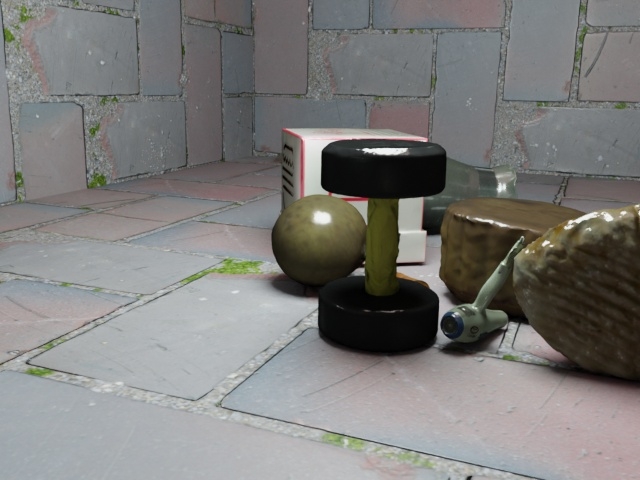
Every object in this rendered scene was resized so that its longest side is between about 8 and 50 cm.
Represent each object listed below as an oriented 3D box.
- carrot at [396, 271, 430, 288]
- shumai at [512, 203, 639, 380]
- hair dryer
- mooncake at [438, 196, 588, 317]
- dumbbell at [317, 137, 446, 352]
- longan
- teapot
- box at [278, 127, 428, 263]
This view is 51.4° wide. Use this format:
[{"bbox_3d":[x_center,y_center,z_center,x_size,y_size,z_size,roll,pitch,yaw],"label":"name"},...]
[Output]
[{"bbox_3d":[0.157,0.087,1.345,0.057,0.057,0.224,-2,8,-13],"label":"carrot"},{"bbox_3d":[0.464,0.051,1.029,0.314,0.266,0.262,12,18,17],"label":"shumai"},{"bbox_3d":[0.290,0.088,1.090,0.067,0.199,0.167,42,12,33],"label":"hair dryer"},{"bbox_3d":[0.391,0.028,1.302,0.324,0.187,0.324,3,15,-1],"label":"mooncake"},{"bbox_3d":[0.099,0.000,1.093,0.204,0.322,0.203,1,14,0],"label":"dumbbell"},{"bbox_3d":[0.000,0.000,1.373,0.197,0.196,0.220,10,24,33],"label":"longan"},{"bbox_3d":[0.354,-0.127,1.904,0.344,0.253,0.300,7,-19,-7],"label":"teapot"},{"bbox_3d":[0.069,-0.117,1.625,0.313,0.299,0.314,-1,14,-12],"label":"box"}]
